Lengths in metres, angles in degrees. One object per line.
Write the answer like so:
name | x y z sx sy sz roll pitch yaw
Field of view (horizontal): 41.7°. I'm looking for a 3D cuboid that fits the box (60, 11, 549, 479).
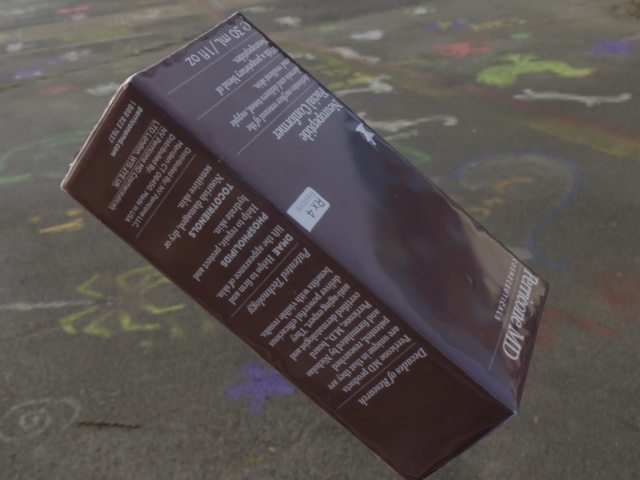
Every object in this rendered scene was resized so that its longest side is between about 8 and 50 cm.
box | 0.000 0.000 0.712 0.381 0.143 0.191 41 36 -5
